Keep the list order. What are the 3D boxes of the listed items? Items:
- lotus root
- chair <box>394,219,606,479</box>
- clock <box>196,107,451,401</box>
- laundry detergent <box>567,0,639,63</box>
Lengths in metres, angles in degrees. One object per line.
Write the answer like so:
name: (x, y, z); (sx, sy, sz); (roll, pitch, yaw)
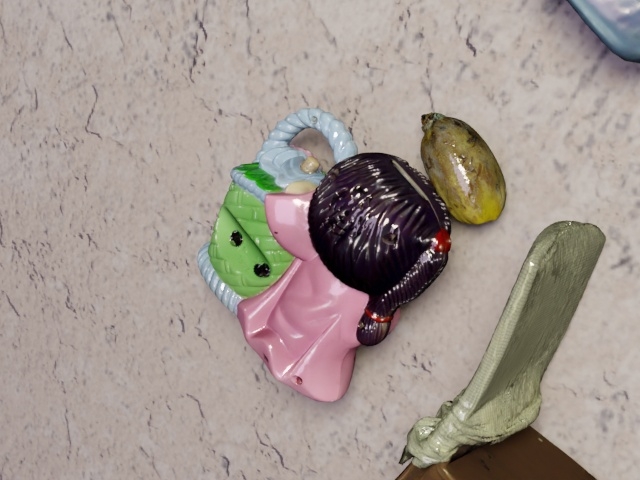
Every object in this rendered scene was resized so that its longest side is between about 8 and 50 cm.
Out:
lotus root: (0.107, -0.057, 0.757); (0.049, 0.054, 0.099); (-34, 80, 41)
chair: (0.151, 0.166, 0.710); (0.186, 0.160, 0.319); (43, 117, 24)
clock: (0.000, 0.000, 0.790); (0.194, 0.100, 0.195); (51, 126, 23)
laundry detergent: (0.268, -0.249, 0.610); (0.290, 0.094, 0.143); (-43, 72, 28)
